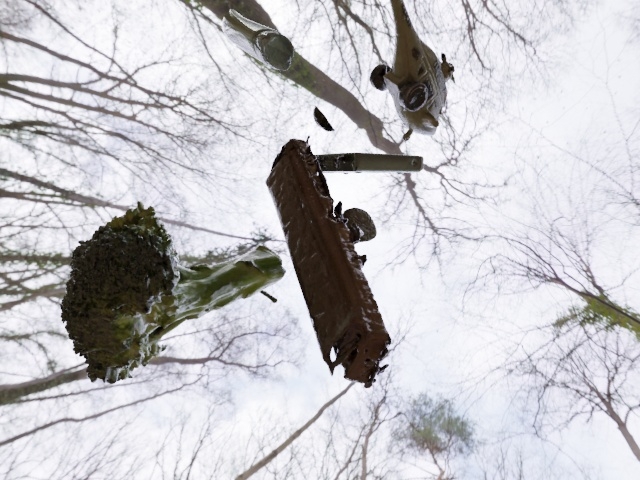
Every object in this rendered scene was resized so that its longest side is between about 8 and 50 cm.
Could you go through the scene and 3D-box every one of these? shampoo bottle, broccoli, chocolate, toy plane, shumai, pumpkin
[{"bbox_3d":[-0.107,-0.329,0.723,0.049,0.072,0.212,-44,-136,3],"label":"shampoo bottle"},{"bbox_3d":[-0.256,0.072,0.802,0.396,0.353,0.275,-20,-96,-11],"label":"broccoli"},{"bbox_3d":[-0.006,0.002,0.496,0.329,0.065,0.102,-113,-146,-43],"label":"chocolate"},{"bbox_3d":[0.117,-0.247,0.575,0.108,0.286,0.092,-37,-134,1],"label":"toy plane"},{"bbox_3d":[0.064,-0.020,0.919,0.080,0.083,0.082,-34,-142,55],"label":"shumai"},{"bbox_3d":[0.004,-0.276,1.028,0.028,0.083,0.050,-42,-133,10],"label":"pumpkin"}]

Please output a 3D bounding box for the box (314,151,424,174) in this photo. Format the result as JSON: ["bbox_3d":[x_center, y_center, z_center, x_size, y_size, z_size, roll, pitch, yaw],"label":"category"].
[{"bbox_3d":[0.075,-0.176,1.030,0.270,0.210,0.045,13,-75,56],"label":"box"}]

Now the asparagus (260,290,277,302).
[{"bbox_3d":[-0.137,0.122,1.038,0.114,0.015,0.014,20,-66,47],"label":"asparagus"}]
